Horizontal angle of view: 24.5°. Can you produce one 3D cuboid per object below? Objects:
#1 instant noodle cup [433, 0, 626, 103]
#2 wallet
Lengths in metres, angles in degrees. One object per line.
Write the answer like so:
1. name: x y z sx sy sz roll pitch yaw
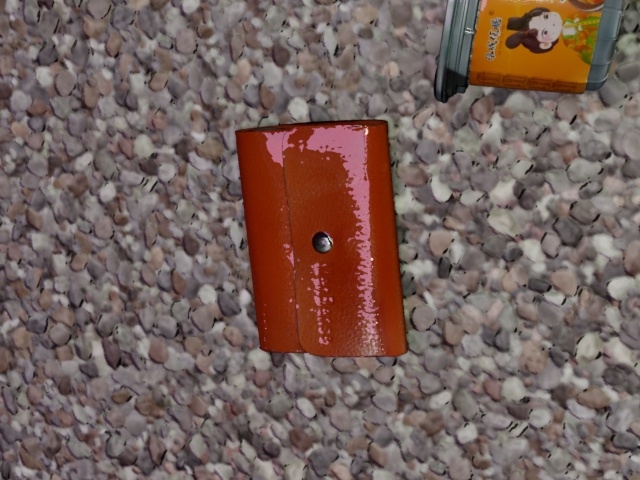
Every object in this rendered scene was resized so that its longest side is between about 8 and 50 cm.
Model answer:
1. instant noodle cup: 0.161 -0.178 1.094 0.126 0.208 0.177 12 66 7
2. wallet: 0.000 0.000 1.268 0.142 0.045 0.204 0 102 24
